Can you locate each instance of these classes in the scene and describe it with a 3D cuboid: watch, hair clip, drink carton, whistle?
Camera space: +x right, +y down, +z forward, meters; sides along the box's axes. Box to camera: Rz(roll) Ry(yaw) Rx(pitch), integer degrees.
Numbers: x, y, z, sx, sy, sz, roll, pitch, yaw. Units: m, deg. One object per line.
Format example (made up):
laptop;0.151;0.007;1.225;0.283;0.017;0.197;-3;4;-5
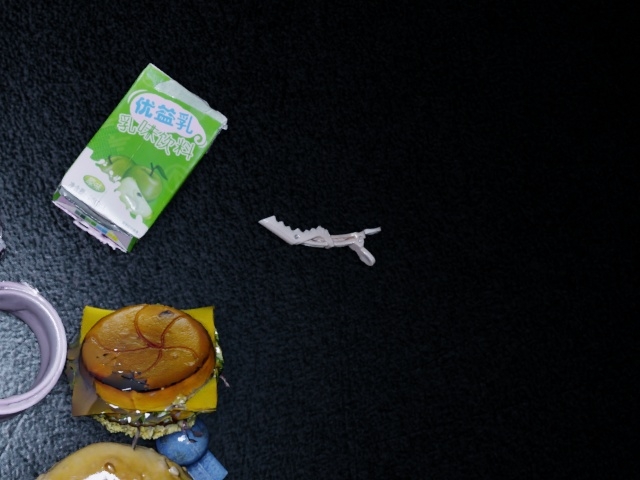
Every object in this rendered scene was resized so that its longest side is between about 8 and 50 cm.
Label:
watch;-0.478;0.180;1.295;0.218;0.211;0.248;5;69;-29
hair clip;0.000;0.000;1.594;0.226;0.034;0.072;6;78;-20
drink carton;-0.288;-0.127;1.465;0.161;0.108;0.271;36;69;-11
whistle;-0.203;0.324;1.423;0.090;0.090;0.158;-42;96;-23

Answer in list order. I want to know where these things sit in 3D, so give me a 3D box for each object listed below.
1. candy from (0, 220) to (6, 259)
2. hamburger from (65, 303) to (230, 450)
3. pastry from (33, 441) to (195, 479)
candy;-0.583;-0.022;1.360;0.226;0.051;0.094;17;77;-18
hamburger;-0.256;0.201;1.357;0.243;0.138;0.261;1;38;-5
pastry;-0.289;0.442;1.311;0.284;0.184;0.315;-36;95;-17
